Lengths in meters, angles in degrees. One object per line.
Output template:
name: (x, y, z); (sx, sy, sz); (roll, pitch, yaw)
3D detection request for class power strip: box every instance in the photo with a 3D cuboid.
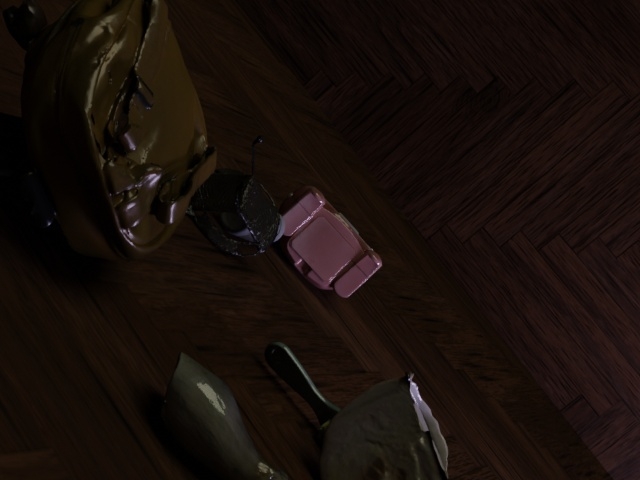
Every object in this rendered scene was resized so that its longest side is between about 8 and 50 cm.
power strip: (-0.388, -0.107, 1.714); (0.145, 0.061, 0.215); (56, 15, 12)

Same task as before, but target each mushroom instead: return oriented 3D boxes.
mushroom: (0.101, 0.334, 1.858); (0.162, 0.173, 0.236); (27, 42, -75)
mushroom: (-0.117, 0.241, 1.539); (0.225, 0.093, 0.116); (45, -9, 4)

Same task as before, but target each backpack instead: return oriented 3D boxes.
backpack: (-0.279, -0.154, 1.664); (0.378, 0.201, 0.354); (-72, 146, -60)

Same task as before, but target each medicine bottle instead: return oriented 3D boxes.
medicine bottle: (-0.124, -0.037, 2.358); (0.079, 0.079, 0.140); (55, 14, 24)

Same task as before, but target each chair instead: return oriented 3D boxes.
chair: (-0.158, -0.079, 2.213); (0.213, 0.149, 0.174); (69, 30, -47)

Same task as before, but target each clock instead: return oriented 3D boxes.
clock: (0.000, 0.000, 2.576); (0.227, 0.142, 0.241); (47, 3, -9)

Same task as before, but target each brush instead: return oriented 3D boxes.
brush: (0.006, 0.281, 1.934); (0.297, 0.068, 0.060); (48, 37, 4)
